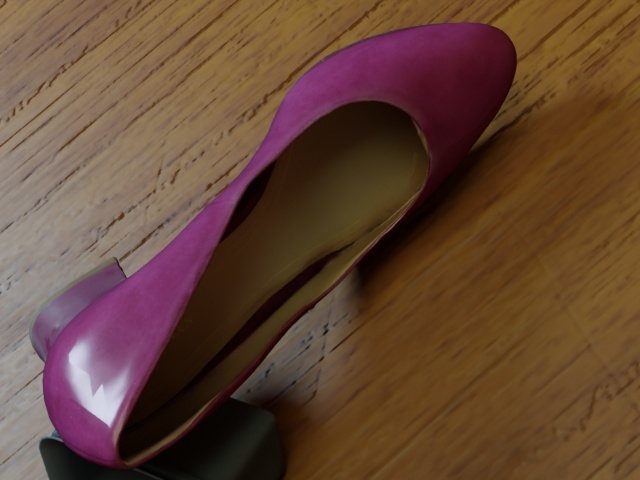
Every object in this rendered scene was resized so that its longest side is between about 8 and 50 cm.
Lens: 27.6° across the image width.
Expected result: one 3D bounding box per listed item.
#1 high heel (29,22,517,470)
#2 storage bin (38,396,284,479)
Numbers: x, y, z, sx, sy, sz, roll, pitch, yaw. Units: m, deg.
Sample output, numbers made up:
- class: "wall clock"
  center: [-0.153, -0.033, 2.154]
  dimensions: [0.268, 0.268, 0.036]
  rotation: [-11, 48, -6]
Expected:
- class: "high heel"
  center: [0.000, 0.000, 0.786]
  dimensions: [0.377, 0.127, 0.181]
  rotation: [-39, 29, -7]
- class: "storage bin"
  center: [-0.089, 0.144, 0.816]
  dimensions: [0.135, 0.098, 0.091]
  rotation: [16, 43, 29]
